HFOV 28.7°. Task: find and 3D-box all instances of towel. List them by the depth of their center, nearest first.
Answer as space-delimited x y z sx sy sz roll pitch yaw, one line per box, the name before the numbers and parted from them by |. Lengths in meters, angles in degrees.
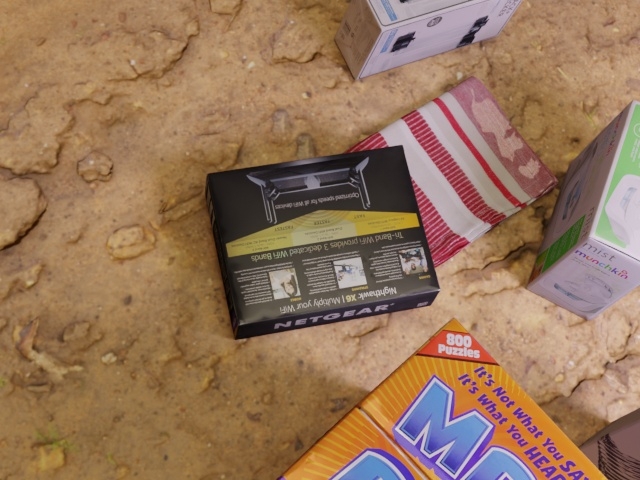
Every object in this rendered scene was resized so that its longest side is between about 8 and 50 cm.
towel | 0.197 -0.106 2.010 0.329 0.037 0.237 -32 78 -24

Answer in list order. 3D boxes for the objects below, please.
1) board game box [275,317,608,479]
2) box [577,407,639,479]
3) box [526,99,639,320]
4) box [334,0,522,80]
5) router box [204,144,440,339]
board game box | 0.119 0.386 1.603 0.356 0.356 0.356 -40 82 -25
box | 0.478 0.294 1.781 0.094 0.275 0.113 -30 78 -23
box | 0.455 -0.042 1.943 0.127 0.231 0.262 26 65 -3
box | 0.183 -0.374 2.045 0.290 0.169 0.087 -20 74 -22
router box | 0.000 0.000 1.870 0.309 0.081 0.242 -9 70 -11
